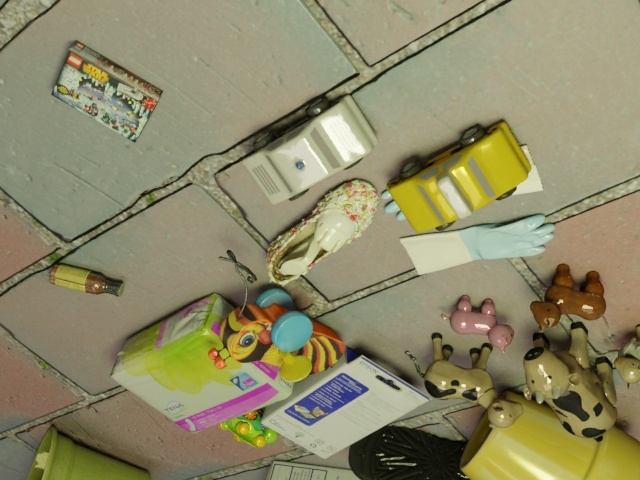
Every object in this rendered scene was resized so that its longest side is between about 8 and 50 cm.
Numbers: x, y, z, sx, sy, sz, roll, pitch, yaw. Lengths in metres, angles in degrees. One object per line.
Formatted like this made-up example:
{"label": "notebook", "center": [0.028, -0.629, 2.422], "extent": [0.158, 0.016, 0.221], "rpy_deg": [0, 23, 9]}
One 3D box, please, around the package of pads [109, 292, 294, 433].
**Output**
{"label": "package of pads", "center": [-0.223, 0.236, 1.497], "extent": [0.296, 0.101, 0.229], "rpy_deg": [-29, 120, 35]}

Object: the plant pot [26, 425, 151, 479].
{"label": "plant pot", "center": [-0.534, 0.592, 1.839], "extent": [0.254, 0.276, 0.276], "rpy_deg": [21, 136, -20]}

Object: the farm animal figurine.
{"label": "farm animal figurine", "center": [0.349, 0.213, 1.265], "extent": [0.327, 0.172, 0.330], "rpy_deg": [34, 132, -17]}

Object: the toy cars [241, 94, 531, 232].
{"label": "toy cars", "center": [0.079, -0.092, 1.080], "extent": [0.394, 0.087, 0.176], "rpy_deg": [11, 118, 7]}

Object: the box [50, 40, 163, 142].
{"label": "box", "center": [-0.303, -0.209, 1.144], "extent": [0.137, 0.027, 0.094], "rpy_deg": [29, 133, -12]}

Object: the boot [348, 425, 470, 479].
{"label": "boot", "center": [0.218, 0.514, 1.620], "extent": [0.348, 0.131, 0.260], "rpy_deg": [10, 135, 5]}

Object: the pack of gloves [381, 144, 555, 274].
{"label": "pack of gloves", "center": [0.212, -0.024, 1.166], "extent": [0.232, 0.046, 0.195], "rpy_deg": [-12, 128, 26]}

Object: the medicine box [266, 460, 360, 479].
{"label": "medicine box", "center": [0.029, 0.630, 1.771], "extent": [0.289, 0.149, 0.263], "rpy_deg": [5, 134, 12]}

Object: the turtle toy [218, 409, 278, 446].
{"label": "turtle toy", "center": [-0.140, 0.378, 1.634], "extent": [0.095, 0.066, 0.130], "rpy_deg": [-3, 139, 50]}

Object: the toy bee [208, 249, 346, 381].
{"label": "toy bee", "center": [-0.102, 0.152, 1.331], "extent": [0.298, 0.195, 0.162], "rpy_deg": [42, 93, -19]}

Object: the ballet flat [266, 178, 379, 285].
{"label": "ballet flat", "center": [0.000, 0.000, 1.226], "extent": [0.091, 0.077, 0.241], "rpy_deg": [36, 131, -16]}

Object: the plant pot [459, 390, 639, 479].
{"label": "plant pot", "center": [0.384, 0.392, 1.396], "extent": [0.239, 0.254, 0.254], "rpy_deg": [32, 135, 7]}

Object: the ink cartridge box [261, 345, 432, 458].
{"label": "ink cartridge box", "center": [0.045, 0.297, 1.509], "extent": [0.165, 0.065, 0.333], "rpy_deg": [35, 133, -18]}

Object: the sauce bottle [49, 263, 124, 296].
{"label": "sauce bottle", "center": [-0.415, 0.074, 1.437], "extent": [0.128, 0.042, 0.042], "rpy_deg": [15, 135, 2]}
